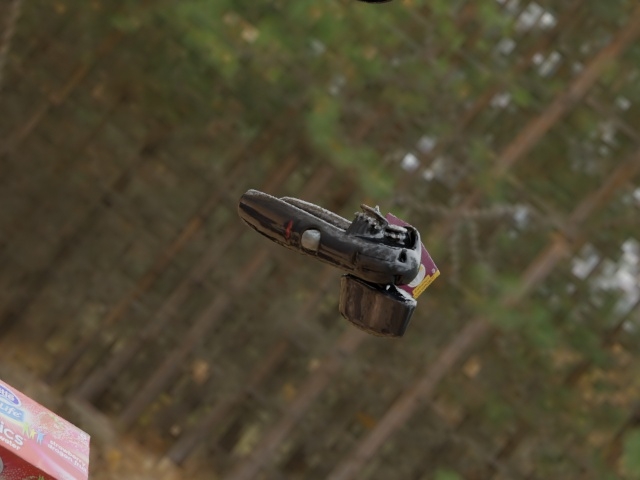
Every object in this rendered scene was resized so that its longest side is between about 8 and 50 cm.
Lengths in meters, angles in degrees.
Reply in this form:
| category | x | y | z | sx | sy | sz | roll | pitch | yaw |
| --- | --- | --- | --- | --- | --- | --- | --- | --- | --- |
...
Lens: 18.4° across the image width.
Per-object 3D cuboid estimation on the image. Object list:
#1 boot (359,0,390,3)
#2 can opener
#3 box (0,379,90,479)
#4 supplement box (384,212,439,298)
| category | x | y | z | sx | sy | sz | roll | pitch | yaw |
| --- | --- | --- | --- | --- | --- | --- | --- | --- | --- |
| boot | 0.075 | -0.182 | 1.253 | 0.219 | 0.106 | 0.082 | 30 | -7 | 42 |
| can opener | 0.000 | 0.000 | 1.218 | 0.059 | 0.073 | 0.186 | 21 | 6 | -37 |
| box | -0.379 | 0.215 | 2.075 | 0.257 | 0.122 | 0.128 | 35 | 18 | -19 |
| supplement box | 0.084 | 0.021 | 2.107 | 0.043 | 0.055 | 0.083 | 31 | -19 | 45 |
